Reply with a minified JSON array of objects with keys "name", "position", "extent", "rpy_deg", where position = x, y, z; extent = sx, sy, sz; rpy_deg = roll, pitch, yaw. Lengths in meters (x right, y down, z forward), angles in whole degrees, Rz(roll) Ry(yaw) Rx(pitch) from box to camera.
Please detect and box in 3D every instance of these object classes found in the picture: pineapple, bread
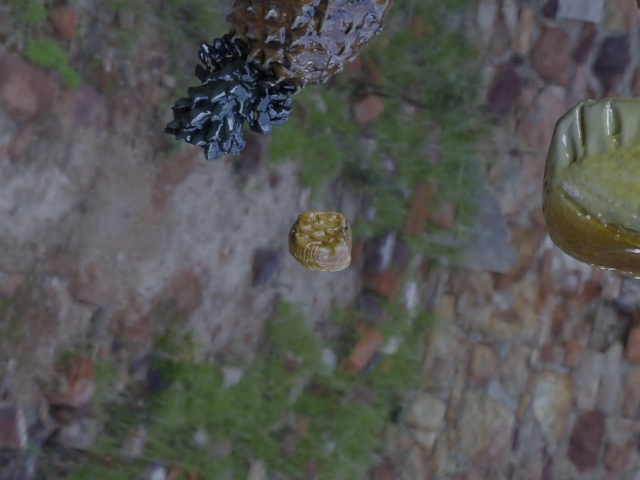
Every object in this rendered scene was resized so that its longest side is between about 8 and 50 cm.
[{"name":"pineapple","position":[-0.052,-0.194,1.283],"extent":[0.279,0.158,0.158],"rpy_deg":[-51,169,13]},{"name":"bread","position":[0.261,-0.026,0.772],"extent":[0.140,0.236,0.106],"rpy_deg":[43,52,-68]},{"name":"bread","position":[0.000,0.000,1.552],"extent":[0.111,0.083,0.044],"rpy_deg":[-85,-176,-60]}]

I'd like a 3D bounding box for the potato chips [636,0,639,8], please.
[{"name":"potato chips","position":[0.223,-0.391,1.029],"extent":[0.407,0.080,0.057],"rpy_deg":[66,-23,8]}]
